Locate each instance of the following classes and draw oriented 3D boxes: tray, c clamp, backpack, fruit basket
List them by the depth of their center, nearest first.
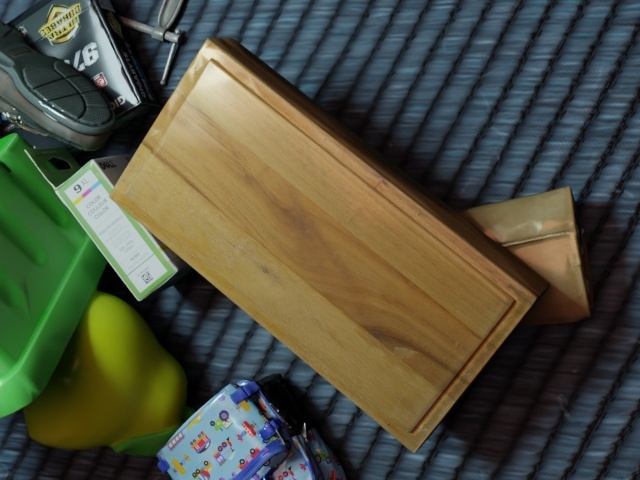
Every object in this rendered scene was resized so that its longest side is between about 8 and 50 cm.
[{"bbox_3d":[0.000,0.000,1.214,0.411,0.076,0.203,39,109,10],"label":"tray"},{"bbox_3d":[-0.066,0.250,1.282,0.158,0.117,0.173,-41,75,14],"label":"backpack"},{"bbox_3d":[-0.327,0.112,1.318,0.283,0.392,0.392,-21,78,18],"label":"fruit basket"},{"bbox_3d":[-0.224,-0.278,1.443,0.160,0.022,0.137,27,95,21],"label":"c clamp"}]

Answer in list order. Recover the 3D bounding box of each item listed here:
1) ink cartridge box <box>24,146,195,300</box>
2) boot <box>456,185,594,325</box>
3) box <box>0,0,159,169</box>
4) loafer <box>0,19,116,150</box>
[{"bbox_3d":[-0.223,-0.039,1.347,0.062,0.109,0.209,-39,88,15],"label":"ink cartridge box"},{"bbox_3d":[0.131,-0.020,1.250,0.269,0.089,0.236,-9,94,21],"label":"boot"},{"bbox_3d":[-0.321,-0.185,1.444,0.220,0.051,0.175,-28,82,20],"label":"box"},{"bbox_3d":[-0.338,-0.171,1.387,0.267,0.096,0.084,38,124,23],"label":"loafer"}]
